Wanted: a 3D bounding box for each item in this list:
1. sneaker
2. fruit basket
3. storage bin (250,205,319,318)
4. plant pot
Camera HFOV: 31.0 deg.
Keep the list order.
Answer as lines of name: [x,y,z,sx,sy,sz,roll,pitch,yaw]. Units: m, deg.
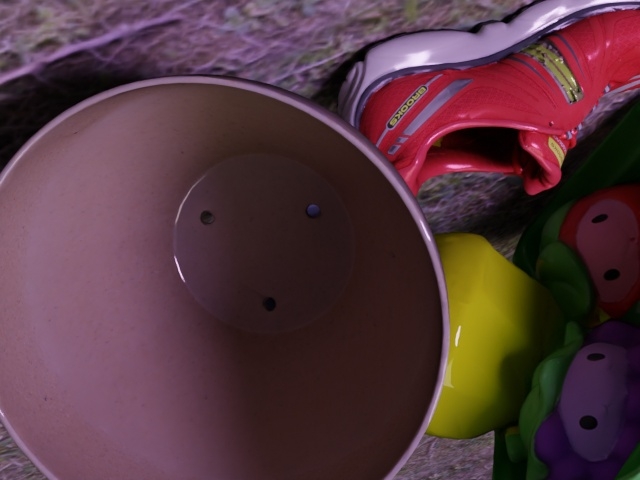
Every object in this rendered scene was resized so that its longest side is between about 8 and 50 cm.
sneaker: [0.151,-0.091,0.808,0.279,0.118,0.107,-17,154,-12]
fruit basket: [0.181,0.072,0.957,0.392,0.392,0.283,-7,150,-30]
storage bin: [0.000,0.000,0.908,0.135,0.098,0.091,-17,-179,-14]
plant pot: [-0.056,0.026,0.746,0.284,0.284,0.191,-30,-172,14]
